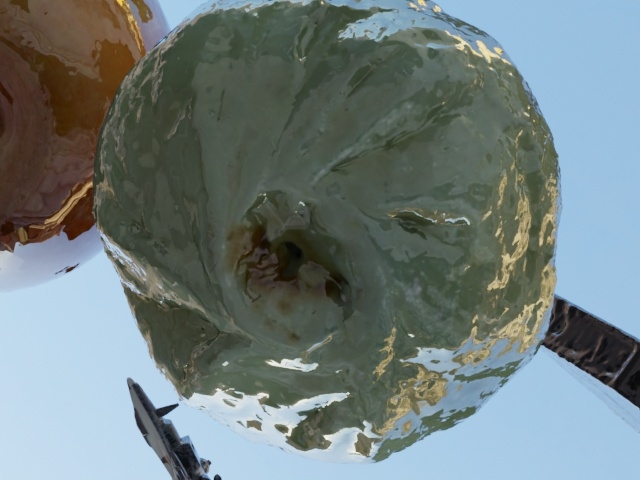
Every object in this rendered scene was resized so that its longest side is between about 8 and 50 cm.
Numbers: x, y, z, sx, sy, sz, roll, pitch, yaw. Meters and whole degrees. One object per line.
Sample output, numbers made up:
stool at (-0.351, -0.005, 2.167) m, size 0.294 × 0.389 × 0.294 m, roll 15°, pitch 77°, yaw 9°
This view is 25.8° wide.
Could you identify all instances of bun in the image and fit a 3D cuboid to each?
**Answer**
bun at (0.000, 0.000, 0.537) m, size 0.195 × 0.118 × 0.195 m, roll 4°, pitch -66°, yaw 9°

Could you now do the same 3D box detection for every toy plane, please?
toy plane at (-0.161, 0.259, 1.630) m, size 0.160 × 0.082 × 0.234 m, roll -117°, pitch -165°, yaw -75°

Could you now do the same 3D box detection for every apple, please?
apple at (-0.206, -0.083, 0.844) m, size 0.253 × 0.253 × 0.253 m, roll 0°, pitch -90°, yaw 43°

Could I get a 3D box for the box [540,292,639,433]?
box at (0.339, 0.178, 1.233) m, size 0.058 × 0.350 × 0.211 m, roll -52°, pitch -155°, yaw 0°
